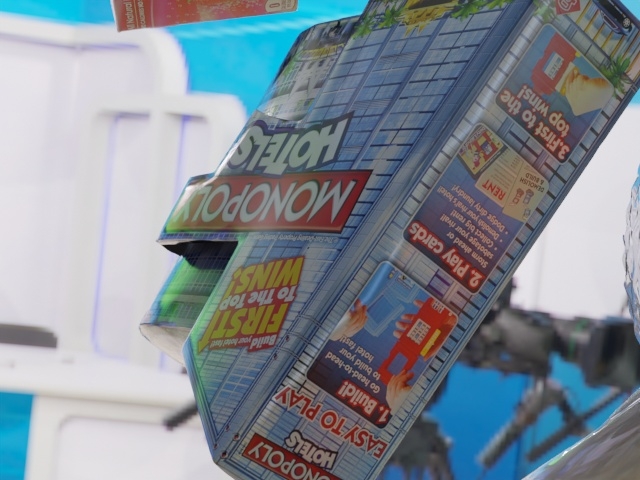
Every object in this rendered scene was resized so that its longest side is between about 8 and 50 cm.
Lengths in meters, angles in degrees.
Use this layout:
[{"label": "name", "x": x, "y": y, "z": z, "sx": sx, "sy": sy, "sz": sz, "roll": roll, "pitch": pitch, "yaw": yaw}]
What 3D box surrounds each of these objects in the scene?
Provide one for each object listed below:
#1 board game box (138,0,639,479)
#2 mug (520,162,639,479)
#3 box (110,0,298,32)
[{"label": "board game box", "x": 0.000, "y": 0.000, "z": 0.518, "sx": 0.060, "sy": 0.194, "sz": 0.194, "roll": 38, "pitch": -20, "yaw": -29}, {"label": "mug", "x": 0.247, "y": 0.038, "z": 0.698, "sx": 0.374, "sy": 0.276, "sz": 0.328, "roll": -40, "pitch": -12, "yaw": 15}, {"label": "box", "x": -0.082, "y": -0.253, "z": 0.878, "sx": 0.128, "sy": 0.122, "sz": 0.257, "roll": -8, "pitch": -26, "yaw": -7}]
